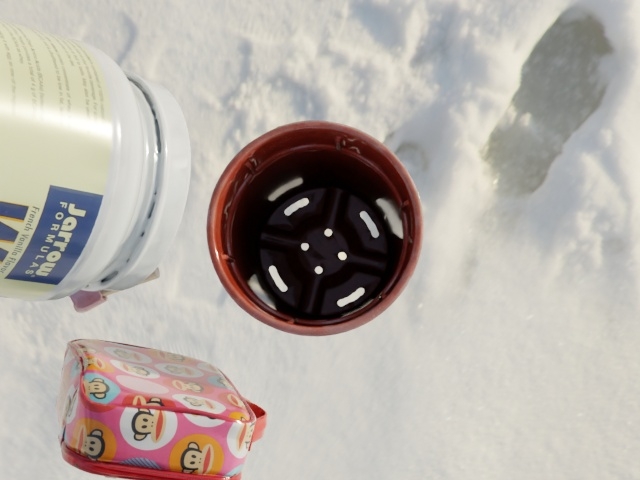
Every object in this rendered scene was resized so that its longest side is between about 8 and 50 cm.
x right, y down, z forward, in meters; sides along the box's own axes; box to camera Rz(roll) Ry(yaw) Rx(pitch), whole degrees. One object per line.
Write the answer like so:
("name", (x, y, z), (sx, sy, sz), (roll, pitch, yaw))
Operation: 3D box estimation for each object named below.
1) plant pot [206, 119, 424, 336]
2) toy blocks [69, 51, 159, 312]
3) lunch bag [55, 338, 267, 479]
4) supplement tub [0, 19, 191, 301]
("plant pot", (0.000, 0.000, 1.551), (0.272, 0.265, 0.272), (0, 83, 3))
("toy blocks", (-0.389, -0.067, 1.626), (0.260, 0.288, 0.309), (-19, 105, 4))
("lunch bag", (-0.196, 0.214, 1.442), (0.258, 0.293, 0.120), (10, 96, -16))
("supplement tub", (-0.297, -0.073, 0.954), (0.325, 0.235, 0.235), (10, 71, -41))
